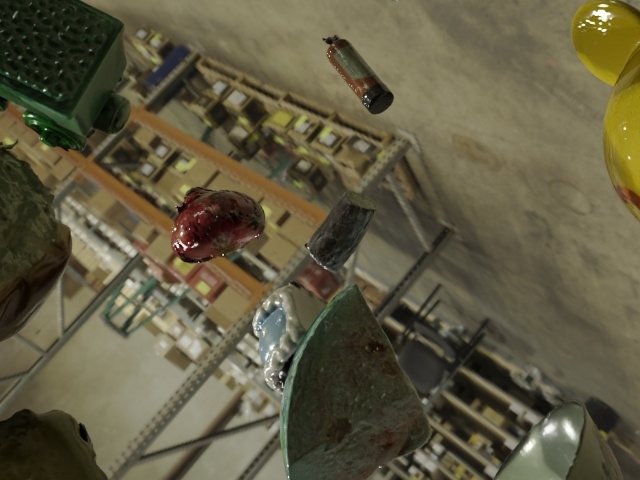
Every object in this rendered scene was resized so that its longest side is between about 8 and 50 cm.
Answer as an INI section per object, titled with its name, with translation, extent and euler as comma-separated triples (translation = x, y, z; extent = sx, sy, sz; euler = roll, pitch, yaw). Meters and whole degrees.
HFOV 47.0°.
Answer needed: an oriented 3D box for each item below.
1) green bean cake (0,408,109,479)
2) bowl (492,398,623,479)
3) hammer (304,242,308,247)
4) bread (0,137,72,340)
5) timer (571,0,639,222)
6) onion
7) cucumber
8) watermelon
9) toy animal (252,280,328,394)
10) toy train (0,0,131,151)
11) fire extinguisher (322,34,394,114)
[green bean cake]
translation = -0.400, 0.411, 0.942
extent = 0.285, 0.309, 0.202
euler = 53, 152, 29
[bowl]
translation = 0.330, 0.403, 1.023
extent = 0.157, 0.337, 0.337
euler = 33, 167, 8
[hammer]
translation = 0.000, 0.000, 1.195
extent = 0.019, 0.036, 0.110
euler = 4, -170, 27
[bread]
translation = -0.478, 0.040, 0.967
extent = 0.225, 0.279, 0.250
euler = 52, 135, -7
[timer]
translation = 0.524, -0.159, 0.985
extent = 0.376, 0.376, 0.387
euler = 49, 169, -35
[onion]
translation = -0.198, -0.038, 1.355
extent = 0.147, 0.184, 0.184
euler = 59, 170, 7
[cucumber]
translation = 0.032, -0.013, 1.019
extent = 0.064, 0.112, 0.064
euler = 35, -167, -9
[watermelon]
translation = 0.063, 0.279, 1.245
extent = 0.258, 0.388, 0.228
euler = 13, 171, 9
[toy animal]
translation = -0.048, 0.201, 1.480
extent = 0.208, 0.156, 0.204
euler = 39, -158, -46
[toy train]
translation = -0.359, -0.220, 0.891
extent = 0.266, 0.145, 0.202
euler = 25, 165, -3
[fire extinguisher]
translation = 0.054, -0.280, 1.202
extent = 0.062, 0.050, 0.177
euler = 4, -134, -50
